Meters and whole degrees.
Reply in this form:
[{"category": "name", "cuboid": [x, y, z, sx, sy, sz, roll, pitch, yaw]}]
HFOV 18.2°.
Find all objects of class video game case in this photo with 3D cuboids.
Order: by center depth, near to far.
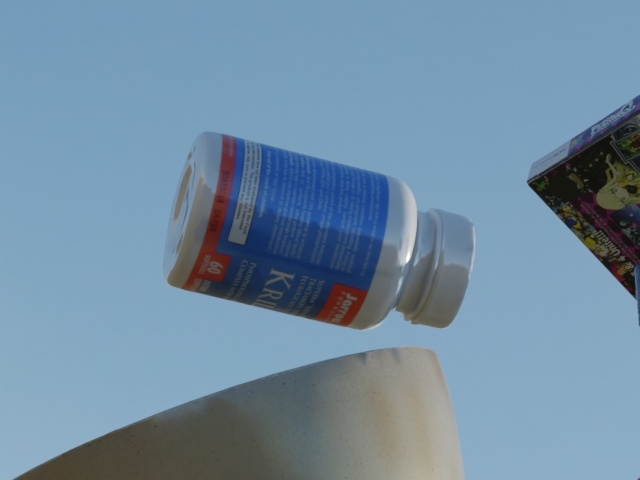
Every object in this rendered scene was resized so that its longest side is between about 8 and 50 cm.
[{"category": "video game case", "cuboid": [0.339, -0.032, 1.802, 0.210, 0.042, 0.232, -35, -70, 32]}]

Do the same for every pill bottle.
[{"category": "pill bottle", "cuboid": [0.000, 0.000, 1.526, 0.221, 0.124, 0.124, 13, -22, -11]}]

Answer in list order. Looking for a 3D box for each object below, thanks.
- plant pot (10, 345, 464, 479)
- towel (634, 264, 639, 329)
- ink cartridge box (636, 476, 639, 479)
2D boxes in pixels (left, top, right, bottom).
[{"category": "plant pot", "cuboid": [-0.036, 0.200, 1.100, 0.284, 0.284, 0.191, 129, -57, -65]}, {"category": "towel", "cuboid": [0.273, 0.080, 1.589, 0.029, 0.119, 0.067, -12, -37, 17]}, {"category": "ink cartridge box", "cuboid": [0.421, 0.434, 2.028, 0.384, 0.279, 0.160, 35, -40, 25]}]
